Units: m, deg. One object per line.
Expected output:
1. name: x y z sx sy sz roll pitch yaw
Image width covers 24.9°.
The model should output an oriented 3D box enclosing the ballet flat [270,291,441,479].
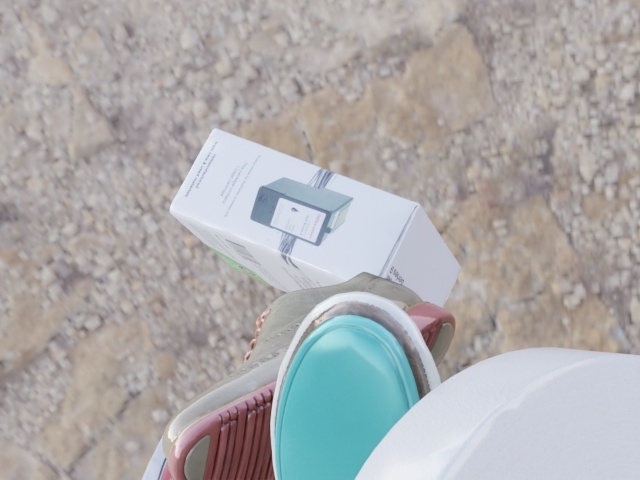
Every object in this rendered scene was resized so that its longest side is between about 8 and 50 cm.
1. ballet flat: 0.044 0.202 1.061 0.139 0.400 0.139 -1 23 1

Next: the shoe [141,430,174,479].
1. shoe: -0.147 0.258 1.532 0.081 0.178 0.063 25 108 -2

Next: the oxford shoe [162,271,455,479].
1. oxford shoe: -0.029 0.123 1.327 0.130 0.123 0.348 36 36 29

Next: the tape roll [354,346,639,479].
1. tape roll: 0.154 0.261 0.895 0.072 0.392 0.392 1 53 52

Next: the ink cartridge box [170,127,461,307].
1. ink cartridge box: 0.000 0.000 1.723 0.289 0.211 0.121 22 77 27
